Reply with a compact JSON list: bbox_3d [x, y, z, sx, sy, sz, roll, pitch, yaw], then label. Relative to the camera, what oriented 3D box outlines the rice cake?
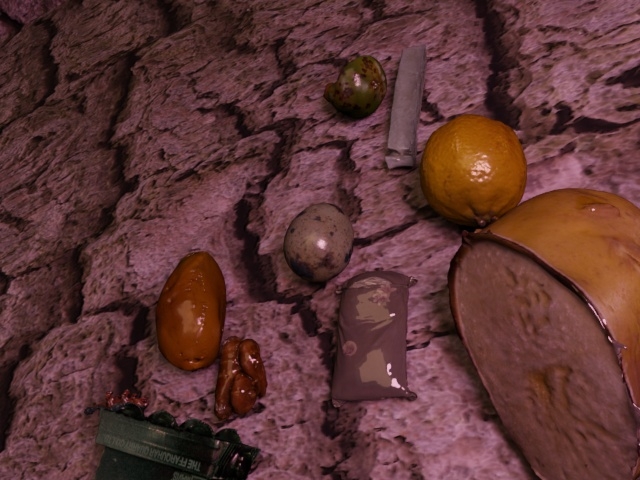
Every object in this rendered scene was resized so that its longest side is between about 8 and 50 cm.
[{"bbox_3d":[0.198,-0.307,1.158,0.066,0.063,0.337,-2,61,27],"label":"rice cake"}]

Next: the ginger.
[{"bbox_3d":[-0.147,0.263,0.975,0.103,0.073,0.162,-12,63,34],"label":"ginger"}]

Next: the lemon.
[{"bbox_3d":[0.278,-0.126,0.935,0.192,0.192,0.231,-8,57,20],"label":"lemon"}]

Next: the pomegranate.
[{"bbox_3d":[0.083,-0.349,1.207,0.143,0.122,0.169,-40,9,-37],"label":"pomegranate"}]

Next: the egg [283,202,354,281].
[{"bbox_3d":[0.000,0.000,1.020,0.141,0.141,0.182,-2,43,24],"label":"egg"}]

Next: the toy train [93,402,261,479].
[{"bbox_3d":[-0.275,0.403,0.911,0.330,0.138,0.178,2,67,27],"label":"toy train"}]

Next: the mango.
[{"bbox_3d":[-0.259,0.141,1.045,0.156,0.151,0.249,-30,48,49],"label":"mango"}]

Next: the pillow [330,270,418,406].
[{"bbox_3d":[0.095,0.169,0.926,0.168,0.059,0.255,-6,58,18],"label":"pillow"}]

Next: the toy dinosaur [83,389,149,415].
[{"bbox_3d":[-0.426,0.346,1.065,0.154,0.049,0.055,-12,60,12],"label":"toy dinosaur"}]

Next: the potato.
[{"bbox_3d":[0.393,0.108,0.720,0.295,0.290,0.397,-19,65,-21],"label":"potato"}]
